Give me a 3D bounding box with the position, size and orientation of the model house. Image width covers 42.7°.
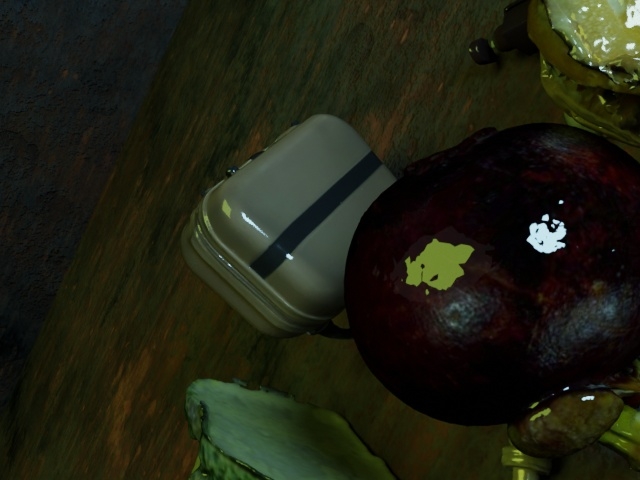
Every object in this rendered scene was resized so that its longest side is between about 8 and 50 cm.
[{"bbox_3d":[-0.069,0.345,0.955,0.266,0.261,0.321,-68,24,8],"label":"model house"}]

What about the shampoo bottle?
[{"bbox_3d":[0.271,-0.267,0.960,0.236,0.068,0.067,-20,56,50],"label":"shampoo bottle"}]

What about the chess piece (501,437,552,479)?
[{"bbox_3d":[0.200,0.218,0.795,0.060,0.060,0.172,-19,55,53],"label":"chess piece"}]

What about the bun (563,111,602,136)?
[{"bbox_3d":[0.292,-0.153,0.866,0.086,0.055,0.086,-35,45,43],"label":"bun"}]

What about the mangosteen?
[{"bbox_3d":[0.175,0.043,0.736,0.297,0.293,0.297,-32,20,13],"label":"mangosteen"}]

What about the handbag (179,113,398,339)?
[{"bbox_3d":[0.000,0.000,1.056,0.149,0.283,0.302,-39,3,40],"label":"handbag"}]

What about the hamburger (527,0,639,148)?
[{"bbox_3d":[0.289,-0.172,0.655,0.163,0.245,0.244,72,-159,-64],"label":"hamburger"}]
